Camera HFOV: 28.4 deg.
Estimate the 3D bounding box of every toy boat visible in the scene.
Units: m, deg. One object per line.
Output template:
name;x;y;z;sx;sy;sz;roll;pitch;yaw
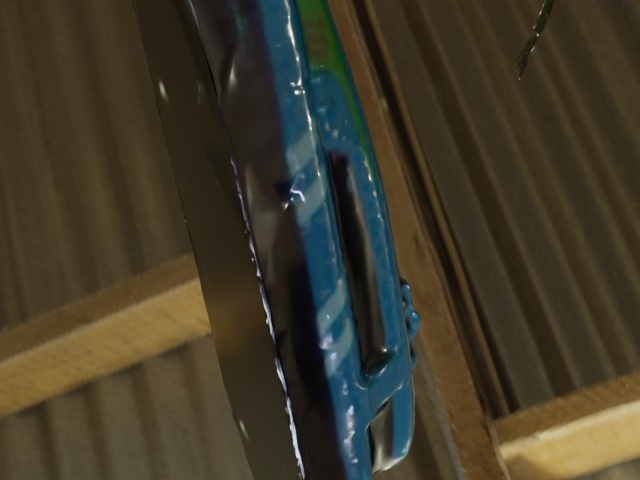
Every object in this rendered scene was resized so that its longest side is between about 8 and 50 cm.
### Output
toy boat;0.000;0.000;0.497;0.092;0.298;0.134;-20;-150;-16

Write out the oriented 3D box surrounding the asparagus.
asparagus;0.212;-0.214;1.219;0.016;0.016;0.162;11;-122;25
